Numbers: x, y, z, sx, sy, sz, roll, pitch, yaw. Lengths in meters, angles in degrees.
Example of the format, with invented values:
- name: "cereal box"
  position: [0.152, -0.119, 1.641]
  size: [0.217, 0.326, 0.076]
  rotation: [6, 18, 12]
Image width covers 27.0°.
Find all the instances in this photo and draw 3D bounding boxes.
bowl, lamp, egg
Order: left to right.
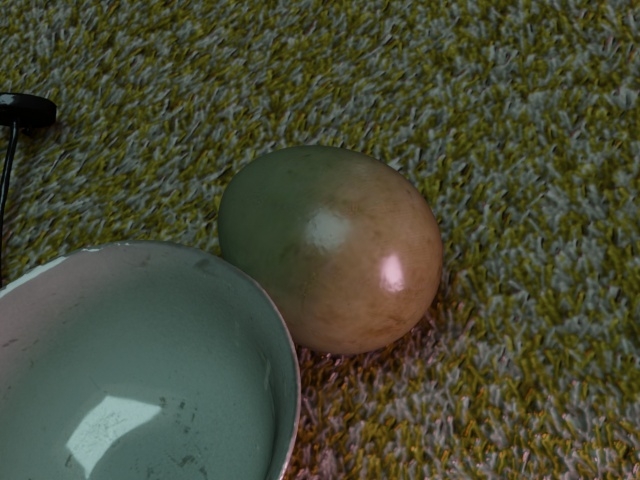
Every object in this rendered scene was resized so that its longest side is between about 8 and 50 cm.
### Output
- name: "lamp"
  position: [-0.423, -0.039, 1.700]
  size: [0.130, 0.108, 0.371]
  rotation: [-3, 58, 22]
- name: "bowl"
  position: [-0.202, 0.231, 1.389]
  size: [0.435, 0.196, 0.434]
  rotation: [-9, 53, 12]
- name: "egg"
  position: [0.000, 0.000, 1.461]
  size: [0.218, 0.218, 0.295]
  rotation: [-44, 47, -11]
